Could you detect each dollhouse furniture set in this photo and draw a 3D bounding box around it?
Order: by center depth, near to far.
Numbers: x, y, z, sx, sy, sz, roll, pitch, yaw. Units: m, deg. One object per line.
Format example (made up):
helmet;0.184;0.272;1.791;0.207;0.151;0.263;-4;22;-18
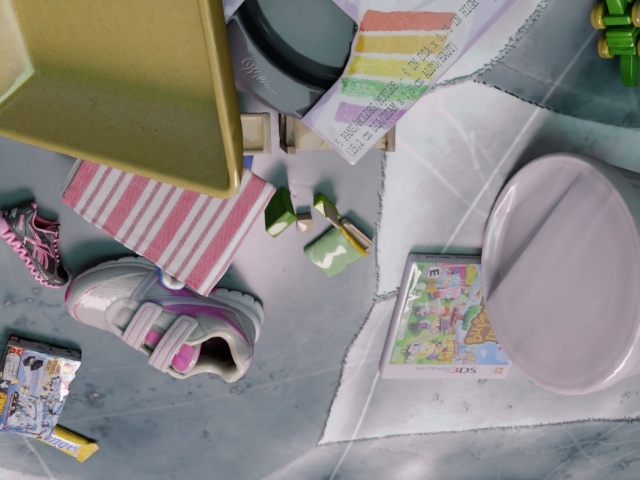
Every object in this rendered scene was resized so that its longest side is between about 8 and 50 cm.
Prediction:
dollhouse furniture set;-0.021;-0.173;0.814;0.182;0.101;0.160;-2;101;-8
dollhouse furniture set;0.000;0.000;0.941;0.076;0.058;0.152;-39;123;18

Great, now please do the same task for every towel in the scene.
towel;-0.162;-0.052;0.830;0.197;0.029;0.144;34;99;-1

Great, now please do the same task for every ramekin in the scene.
ramekin;0.315;0.035;0.906;0.127;0.273;0.272;-1;127;-25

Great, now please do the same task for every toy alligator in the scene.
toy alligator;0.320;-0.250;0.824;0.051;0.056;0.189;-49;130;-27

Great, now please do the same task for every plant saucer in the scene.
plant saucer;-0.202;-0.224;0.650;0.333;0.081;0.332;17;133;27

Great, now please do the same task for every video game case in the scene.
video game case;0.193;0.110;1.078;0.194;0.023;0.212;2;125;-12

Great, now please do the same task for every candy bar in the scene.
candy bar;-0.387;0.267;1.094;0.040;0.018;0.161;-41;123;19

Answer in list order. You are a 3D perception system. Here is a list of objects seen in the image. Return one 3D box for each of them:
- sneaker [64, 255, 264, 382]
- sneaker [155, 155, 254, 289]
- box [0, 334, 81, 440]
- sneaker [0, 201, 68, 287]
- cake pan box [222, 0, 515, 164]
sneaker;-0.182;0.101;0.950;0.252;0.111;0.103;15;122;-20
sneaker;-0.129;-0.033;0.881;0.080;0.081;0.211;17;120;-19
box;-0.379;0.194;1.024;0.094;0.027;0.137;18;111;-23
sneaker;-0.318;0.005;0.902;0.057;0.047;0.119;-29;127;-3
cake pan box;0.023;-0.235;0.690;0.246;0.070;0.267;42;110;-13
